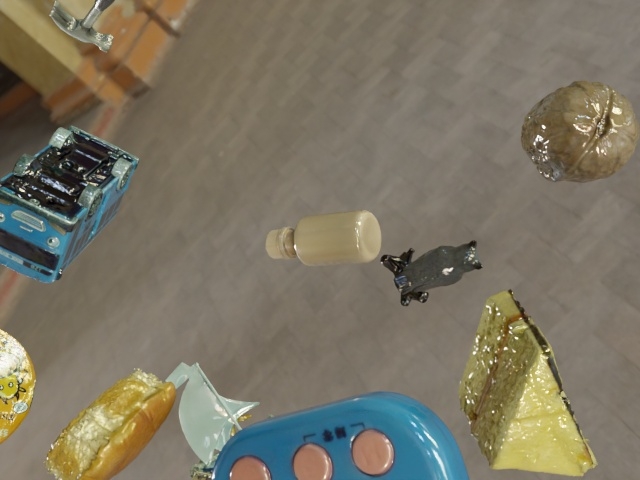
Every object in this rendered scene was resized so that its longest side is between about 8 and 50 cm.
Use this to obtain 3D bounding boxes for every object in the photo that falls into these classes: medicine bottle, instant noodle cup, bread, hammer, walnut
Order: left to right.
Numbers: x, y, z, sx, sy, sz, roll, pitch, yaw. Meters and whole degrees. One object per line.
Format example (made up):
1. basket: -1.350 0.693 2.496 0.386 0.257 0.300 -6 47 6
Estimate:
1. instant noodle cup: -0.607 0.246 1.528 0.215 0.216 0.172 -59 20 -20
2. hammer: -0.318 -0.348 1.303 0.246 0.103 0.029 -23 49 58
3. bread: -0.353 0.325 1.540 0.174 0.121 0.245 -45 -4 31
4. medicine bottle: 0.000 0.000 1.962 0.252 0.114 0.114 -6 47 31
5. bread: 0.364 0.229 1.511 0.263 0.199 0.236 -104 19 -70
6. walnut: 0.424 -0.173 1.500 0.178 0.178 0.230 -55 7 -12

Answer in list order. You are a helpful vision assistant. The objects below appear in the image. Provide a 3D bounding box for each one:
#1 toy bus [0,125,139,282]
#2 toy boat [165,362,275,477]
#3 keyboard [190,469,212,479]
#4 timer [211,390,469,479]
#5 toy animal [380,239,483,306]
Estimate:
1. toy bus: -0.264 -0.037 0.918 0.106 0.090 0.184 -61 3 26
2. toy boat: -0.213 0.372 1.857 0.221 0.291 0.067 -33 22 -4
3. keyboard: -0.175 0.451 1.657 0.015 0.129 0.049 -94 27 -49
4. timer: 0.034 0.352 1.098 0.340 0.115 0.308 -20 82 28
5. toy animal: 0.219 0.052 1.806 0.117 0.121 0.210 -12 -12 -44
